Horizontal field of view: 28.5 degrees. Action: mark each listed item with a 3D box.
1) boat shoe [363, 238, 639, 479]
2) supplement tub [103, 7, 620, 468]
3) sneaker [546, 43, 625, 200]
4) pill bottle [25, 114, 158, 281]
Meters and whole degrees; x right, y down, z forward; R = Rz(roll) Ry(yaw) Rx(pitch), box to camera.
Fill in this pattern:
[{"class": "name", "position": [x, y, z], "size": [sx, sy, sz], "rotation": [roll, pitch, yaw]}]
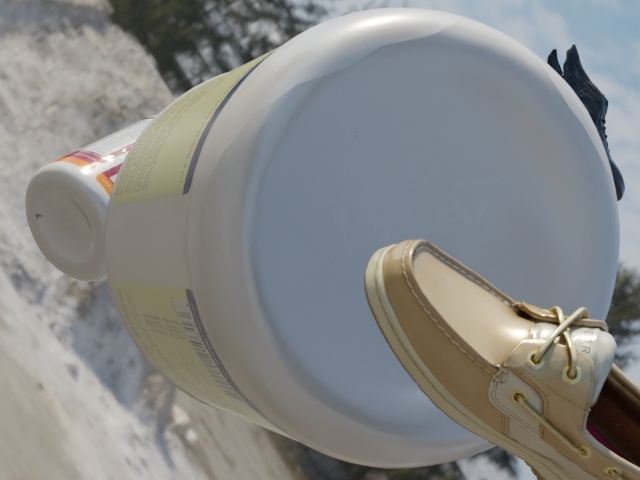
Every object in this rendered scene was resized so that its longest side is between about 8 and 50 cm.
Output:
[{"class": "boat shoe", "position": [0.092, 0.054, 0.484], "size": [0.170, 0.059, 0.063], "rotation": [42, 37, -12]}, {"class": "supplement tub", "position": [0.000, 0.000, 0.763], "size": [0.235, 0.235, 0.325], "rotation": [58, -17, -11]}, {"class": "sneaker", "position": [0.291, -0.124, 1.367], "size": [0.051, 0.089, 0.170], "rotation": [-5, -40, 48]}, {"class": "pill bottle", "position": [-0.176, -0.055, 1.255], "size": [0.121, 0.221, 0.121], "rotation": [18, -58, 30]}]
